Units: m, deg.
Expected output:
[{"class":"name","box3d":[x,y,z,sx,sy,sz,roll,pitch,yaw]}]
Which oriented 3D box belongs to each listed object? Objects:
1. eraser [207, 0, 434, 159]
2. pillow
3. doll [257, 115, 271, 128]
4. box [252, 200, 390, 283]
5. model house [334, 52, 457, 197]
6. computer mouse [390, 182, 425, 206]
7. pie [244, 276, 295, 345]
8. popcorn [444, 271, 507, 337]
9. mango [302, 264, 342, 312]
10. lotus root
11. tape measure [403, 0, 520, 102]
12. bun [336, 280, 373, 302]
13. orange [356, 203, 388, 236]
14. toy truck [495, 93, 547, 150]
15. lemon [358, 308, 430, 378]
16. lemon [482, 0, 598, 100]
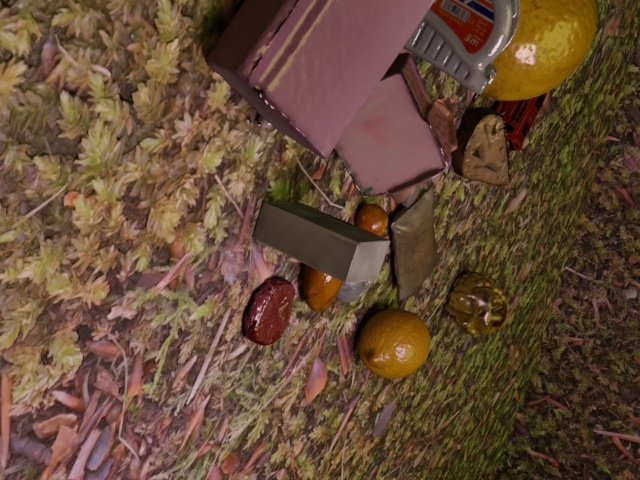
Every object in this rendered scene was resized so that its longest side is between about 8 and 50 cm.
[{"class":"eraser","box3d":[0.010,-0.357,1.345,0.359,0.122,0.272,-56,140,-3]},{"class":"pillow","box3d":[0.250,0.015,2.137,0.185,0.075,0.302,-44,144,-31]},{"class":"doll","box3d":[-0.086,-0.237,1.435,0.058,0.040,0.085,-19,128,-40]},{"class":"box","box3d":[0.000,0.000,1.557,0.129,0.225,0.086,-3,114,-58]},{"class":"model house","box3d":[0.147,-0.248,1.683,0.237,0.202,0.237,59,25,-15]},{"class":"computer mouse","box3d":[0.207,-0.181,1.916,0.145,0.082,0.236,-55,148,-20]},{"class":"pie","box3d":[-0.104,0.150,1.689,0.153,0.038,0.154,-37,138,-43]},{"class":"popcorn","box3d":[0.501,0.210,2.613,0.189,0.218,0.169,-46,-166,-3]},{"class":"mango","box3d":[0.006,0.081,1.775,0.165,0.089,0.115,-67,161,9]},{"class":"lotus root","box3d":[0.442,-0.241,2.216,0.170,0.074,0.261,-24,130,-17]},{"class":"tape measure","box3d":[0.272,-0.440,1.586,0.246,0.243,0.125,-61,172,31]},{"class":"bun","box3d":[0.083,0.082,1.903,0.141,0.083,0.141,-35,139,-38]},{"class":"orange","box3d":[0.120,-0.045,1.882,0.083,0.070,0.083,19,90,-73]},{"class":"toy truck","box3d":[0.550,-0.346,2.323,0.253,0.114,0.107,-63,150,-5]},{"class":"lemon","box3d":[0.197,0.270,2.129,0.244,0.186,0.187,-28,134,-55]},{"class":"lemon","box3d":[0.413,-0.477,1.769,0.387,0.350,0.350,-29,140,-14]}]
